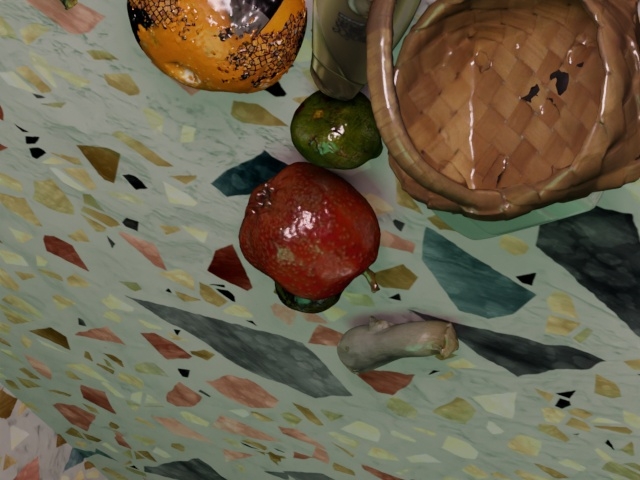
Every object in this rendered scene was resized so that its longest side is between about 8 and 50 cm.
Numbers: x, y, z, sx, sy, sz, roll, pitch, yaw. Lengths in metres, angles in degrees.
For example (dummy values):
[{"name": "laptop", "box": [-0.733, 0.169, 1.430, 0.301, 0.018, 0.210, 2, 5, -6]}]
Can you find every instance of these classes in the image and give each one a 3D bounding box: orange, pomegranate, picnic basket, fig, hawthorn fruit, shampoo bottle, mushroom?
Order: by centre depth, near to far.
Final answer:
[{"name": "picnic basket", "box": [0.167, -0.170, 1.438, 0.337, 0.293, 0.337, 0, 170, 0]}, {"name": "shampoo bottle", "box": [0.052, -0.290, 1.593, 0.125, 0.084, 0.350, 23, 154, -3]}, {"name": "orange", "box": [-0.134, -0.287, 1.653, 0.234, 0.182, 0.234, 17, 165, 5]}, {"name": "fig", "box": [0.033, -0.147, 1.830, 0.123, 0.123, 0.156, 6, 160, 31]}, {"name": "hawthorn fruit", "box": [0.000, 0.000, 2.030, 0.253, 0.205, 0.205, 37, 150, -25]}, {"name": "pomegranate", "box": [-0.019, 0.051, 2.189, 0.125, 0.138, 0.163, 7, 162, 6]}, {"name": "mushroom", "box": [0.135, 0.191, 2.377, 0.096, 0.099, 0.278, 35, 148, -32]}]

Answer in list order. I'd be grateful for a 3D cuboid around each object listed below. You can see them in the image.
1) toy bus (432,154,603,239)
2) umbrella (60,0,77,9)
[{"name": "toy bus", "box": [0.251, -0.093, 1.696, 0.133, 0.165, 0.271, 37, 150, -24]}, {"name": "umbrella", "box": [-0.391, -0.384, 1.817, 0.037, 0.040, 0.144, 7, 146, 43]}]
